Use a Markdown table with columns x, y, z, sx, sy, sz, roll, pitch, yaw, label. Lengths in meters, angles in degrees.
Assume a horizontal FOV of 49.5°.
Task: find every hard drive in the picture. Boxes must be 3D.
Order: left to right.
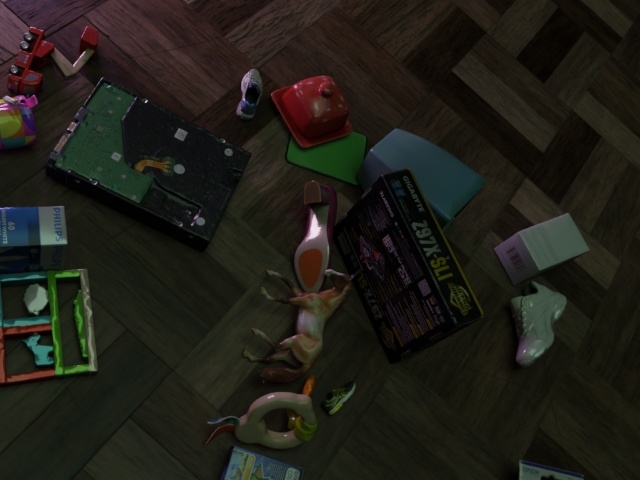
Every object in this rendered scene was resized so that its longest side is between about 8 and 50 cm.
| x | y | z | sx | sy | sz | roll | pitch | yaw | label |
| --- | --- | --- | --- | --- | --- | --- | --- | --- | --- |
| -0.334 | -0.152 | 1.383 | 0.338 | 0.064 | 0.237 | 26 | 58 | -11 | hard drive |

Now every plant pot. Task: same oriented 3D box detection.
| x | y | z | sx | sy | sz | roll | pitch | yaw | label |
| --- | --- | --- | --- | --- | --- | --- | --- | --- | --- |
| 0.210 | -0.125 | 1.554 | 0.234 | 0.165 | 0.165 | 43 | 57 | 9 | plant pot |

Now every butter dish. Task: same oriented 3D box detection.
| x | y | z | sx | sy | sz | roll | pitch | yaw | label |
| --- | --- | --- | --- | --- | --- | --- | --- | --- | --- |
| -0.002 | -0.313 | 1.565 | 0.159 | 0.118 | 0.160 | -22 | 76 | -31 | butter dish |

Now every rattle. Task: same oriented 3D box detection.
| x | y | z | sx | sy | sz | roll | pitch | yaw | label |
| --- | --- | --- | --- | --- | --- | --- | --- | --- | --- |
| -0.108 | 0.302 | 1.267 | 0.199 | 0.130 | 0.143 | -10 | 48 | 5 | rattle |

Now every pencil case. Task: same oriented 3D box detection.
| x | y | z | sx | sy | sz | roll | pitch | yaw | label |
| --- | --- | --- | --- | --- | --- | --- | --- | --- | --- |
| -0.638 | -0.212 | 1.259 | 0.236 | 0.104 | 0.104 | -13 | 72 | -27 | pencil case |

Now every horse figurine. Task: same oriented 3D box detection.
| x | y | z | sx | sy | sz | roll | pitch | yaw | label |
| --- | --- | --- | --- | --- | --- | --- | --- | --- | --- |
| -0.046 | 0.166 | 1.344 | 0.174 | 0.066 | 0.263 | 18 | 65 | -7 | horse figurine |

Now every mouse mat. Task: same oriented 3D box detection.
| x | y | z | sx | sy | sz | roll | pitch | yaw | label |
| --- | --- | --- | --- | --- | --- | --- | --- | --- | --- |
| 0.016 | -0.214 | 1.600 | 0.189 | 0.007 | 0.153 | 18 | 60 | -14 | mouse mat |

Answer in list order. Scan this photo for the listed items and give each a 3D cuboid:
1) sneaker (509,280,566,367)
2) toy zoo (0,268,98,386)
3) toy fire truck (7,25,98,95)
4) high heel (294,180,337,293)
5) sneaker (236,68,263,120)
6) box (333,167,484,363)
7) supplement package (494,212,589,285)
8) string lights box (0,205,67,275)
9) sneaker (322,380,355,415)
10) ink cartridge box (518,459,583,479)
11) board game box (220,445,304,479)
| x | y | z | sx | sy | sz | roll | pitch | yaw | label |
| --- | --- | --- | --- | --- | --- | --- | --- | --- | --- |
| 0.468 | 0.185 | 1.567 | 0.115 | 0.090 | 0.232 | 34 | 48 | 3 | sneaker |
| -0.537 | 0.150 | 1.168 | 0.293 | 0.030 | 0.192 | -4 | 68 | -25 | toy zoo |
| -0.538 | -0.365 | 1.406 | 0.135 | 0.047 | 0.192 | 17 | 61 | -17 | toy fire truck |
| 0.000 | 0.000 | 1.468 | 0.082 | 0.117 | 0.244 | -8 | 78 | 21 | high heel |
| -0.150 | -0.335 | 1.554 | 0.052 | 0.058 | 0.135 | 14 | 61 | -17 | sneaker |
| 0.158 | 0.057 | 1.383 | 0.079 | 0.257 | 0.322 | -16 | 73 | -29 | box |
| 0.526 | 0.021 | 1.650 | 0.179 | 0.105 | 0.105 | -17 | 73 | -29 | supplement package |
| -0.567 | 0.006 | 1.163 | 0.259 | 0.133 | 0.077 | -3 | 67 | -24 | string lights box |
| 0.036 | 0.299 | 1.345 | 0.035 | 0.031 | 0.083 | 44 | 57 | 2 | sneaker |
| 0.437 | 0.614 | 1.351 | 0.165 | 0.065 | 0.333 | 18 | 62 | -15 | ink cartridge box |
| -0.119 | 0.469 | 1.180 | 0.136 | 0.035 | 0.201 | 23 | 66 | -12 | board game box |
